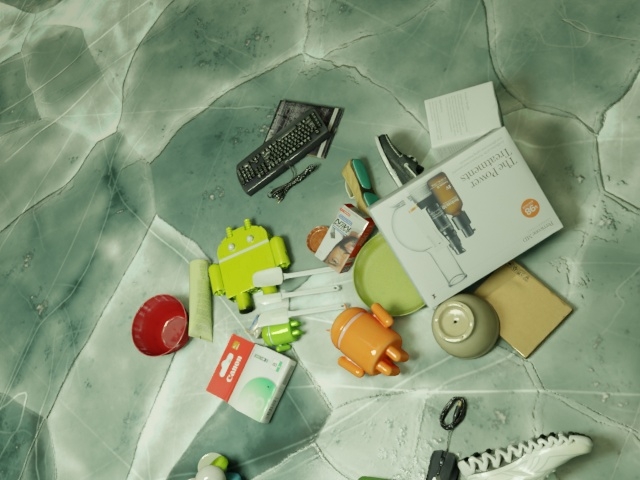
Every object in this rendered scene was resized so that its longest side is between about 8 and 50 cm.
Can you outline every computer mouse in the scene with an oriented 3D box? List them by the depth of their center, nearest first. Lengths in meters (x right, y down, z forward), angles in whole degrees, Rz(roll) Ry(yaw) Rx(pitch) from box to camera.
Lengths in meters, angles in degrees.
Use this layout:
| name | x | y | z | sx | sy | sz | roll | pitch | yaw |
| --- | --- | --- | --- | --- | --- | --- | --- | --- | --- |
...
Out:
| name | x | y | z | sx | sy | sz | roll | pitch | yaw |
| --- | --- | --- | --- | --- | --- | --- | --- | --- | --- |
| computer mouse | 0.293 | 0.481 | 1.555 | 0.071 | 0.041 | 0.242 | 7 | 72 | 26 |

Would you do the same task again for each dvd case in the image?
| name | x | y | z | sx | sy | sz | roll | pitch | yaw |
| --- | --- | --- | --- | --- | --- | --- | --- | --- | --- |
| dvd case | -0.056 | -0.342 | 2.041 | 0.221 | 0.018 | 0.165 | 14 | 77 | 27 |

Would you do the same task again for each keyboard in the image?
| name | x | y | z | sx | sy | sz | roll | pitch | yaw |
| --- | --- | --- | --- | --- | --- | --- | --- | --- | --- |
| keyboard | -0.105 | -0.240 | 2.001 | 0.317 | 0.033 | 0.201 | -36 | 64 | 12 |

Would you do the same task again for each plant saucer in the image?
| name | x | y | z | sx | sy | sz | roll | pitch | yaw |
| --- | --- | --- | --- | --- | --- | --- | --- | --- | --- |
| plant saucer | 0.203 | 0.086 | 1.752 | 0.241 | 0.037 | 0.241 | -8 | 67 | 19 |
| plant saucer | 0.000 | 0.000 | 1.885 | 0.083 | 0.013 | 0.083 | -9 | 66 | 20 |

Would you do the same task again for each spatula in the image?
| name | x | y | z | sx | sy | sz | roll | pitch | yaw |
| --- | --- | --- | --- | --- | --- | --- | --- | --- | --- |
| spatula | -0.059 | 0.139 | 1.805 | 0.242 | 0.019 | 0.168 | -10 | 56 | 1 |

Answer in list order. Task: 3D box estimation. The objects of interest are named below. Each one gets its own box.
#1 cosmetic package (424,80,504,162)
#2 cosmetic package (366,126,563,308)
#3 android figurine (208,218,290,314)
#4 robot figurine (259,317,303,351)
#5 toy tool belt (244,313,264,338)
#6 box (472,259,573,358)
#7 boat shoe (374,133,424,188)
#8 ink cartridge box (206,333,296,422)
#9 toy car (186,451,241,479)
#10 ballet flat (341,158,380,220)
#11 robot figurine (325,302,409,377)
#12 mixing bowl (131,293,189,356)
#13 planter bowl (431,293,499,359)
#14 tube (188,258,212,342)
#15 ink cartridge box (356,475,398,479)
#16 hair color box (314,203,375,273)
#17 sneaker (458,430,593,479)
| name | x | y | z | sx | sy | sz | roll | pitch | yaw |
| --- | --- | --- | --- | --- | --- | --- | --- | --- | --- |
| cosmetic package | 0.387 | -0.297 | 1.761 | 0.183 | 0.151 | 0.151 | -12 | 66 | 19 |
| cosmetic package | 0.346 | -0.055 | 1.619 | 0.377 | 0.097 | 0.284 | -32 | 97 | 1 |
| android figurine | -0.207 | 0.067 | 1.923 | 0.248 | 0.056 | 0.273 | -22 | 65 | 14 |
| robot figurine | -0.106 | 0.246 | 1.798 | 0.115 | 0.067 | 0.101 | -15 | 78 | 13 |
| toy tool belt | -0.172 | 0.227 | 1.845 | 0.051 | 0.052 | 0.083 | 27 | 81 | 20 |
| box | 0.476 | 0.160 | 1.617 | 0.164 | 0.021 | 0.201 | -46 | 60 | 0 |
| boat shoe | 0.241 | -0.171 | 1.803 | 0.091 | 0.114 | 0.302 | -28 | 73 | 11 |
| ink cartridge box | -0.199 | 0.364 | 1.802 | 0.224 | 0.056 | 0.181 | 20 | 78 | 26 |
| toy car | -0.273 | 0.637 | 1.685 | 0.136 | 0.159 | 0.182 | 36 | 85 | -5 |
| ballet flat | 0.118 | -0.122 | 1.862 | 0.073 | 0.080 | 0.232 | -42 | 53 | 35 |
| robot figurine | 0.116 | 0.249 | 1.672 | 0.219 | 0.158 | 0.128 | 35 | 45 | 30 |
| mixing bowl | -0.439 | 0.254 | 1.918 | 0.181 | 0.098 | 0.181 | -8 | 66 | 19 |
| planter bowl | 0.333 | 0.199 | 1.596 | 0.162 | 0.109 | 0.162 | -8 | 73 | 28 |
| tube | -0.349 | 0.172 | 1.925 | 0.070 | 0.062 | 0.240 | 0 | 61 | -14 |
| ink cartridge box | 0.183 | 0.610 | 1.523 | 0.209 | 0.062 | 0.109 | -1 | 85 | 23 |
| hair color box | 0.066 | -0.005 | 1.796 | 0.093 | 0.053 | 0.167 | 36 | 111 | 22 |
| sneaker | 0.454 | 0.493 | 1.454 | 0.292 | 0.110 | 0.118 | -25 | 70 | 21 |
